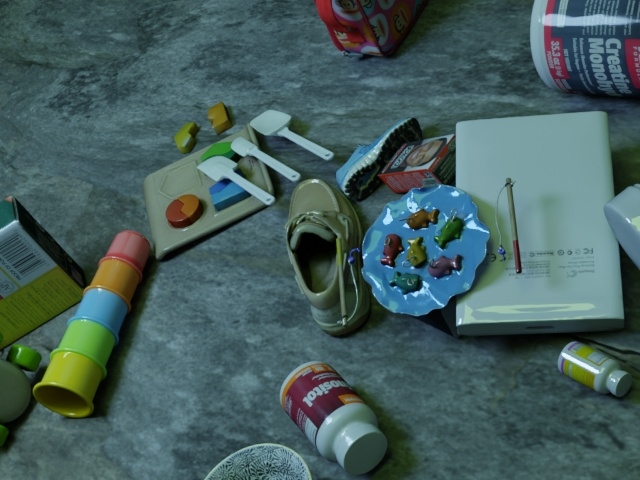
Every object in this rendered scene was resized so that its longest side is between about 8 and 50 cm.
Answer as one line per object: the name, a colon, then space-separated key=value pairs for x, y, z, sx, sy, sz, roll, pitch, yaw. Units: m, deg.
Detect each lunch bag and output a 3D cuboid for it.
lunch bag: x=0.067 y=-0.451 z=1.894 sx=0.120 sy=0.293 sz=0.258 roll=10 pitch=57 yaw=34

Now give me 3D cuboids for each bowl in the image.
bowl: x=-0.070 y=0.342 z=1.400 sx=0.170 sy=0.080 sz=0.170 roll=-18 pitch=45 yaw=19

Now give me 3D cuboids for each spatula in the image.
spatula: x=-0.087 y=-0.137 z=1.844 sx=0.168 sy=0.019 sz=0.242 roll=-37 pitch=34 yaw=-15

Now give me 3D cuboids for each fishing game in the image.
fishing game: x=0.130 y=0.004 z=1.470 sx=0.264 sy=0.041 sz=0.189 roll=-16 pitch=58 yaw=27

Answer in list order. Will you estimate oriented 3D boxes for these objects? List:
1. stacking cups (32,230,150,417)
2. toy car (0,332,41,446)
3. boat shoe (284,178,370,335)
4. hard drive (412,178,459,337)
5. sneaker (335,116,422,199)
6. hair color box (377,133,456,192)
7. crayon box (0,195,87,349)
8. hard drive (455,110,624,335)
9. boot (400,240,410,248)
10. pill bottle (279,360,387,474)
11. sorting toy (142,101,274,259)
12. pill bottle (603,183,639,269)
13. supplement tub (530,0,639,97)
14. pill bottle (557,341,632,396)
stacking cups: x=-0.347 y=0.116 z=1.778 sx=0.096 sy=0.096 sz=0.316 roll=-7 pitch=49 yaw=28
toy car: x=-0.558 y=0.223 z=1.792 sx=0.188 sy=0.149 sz=0.155 roll=-1 pitch=61 yaw=44
boat shoe: x=0.000 y=0.000 z=1.659 sx=0.109 sy=0.098 sz=0.302 roll=-24 pitch=42 yaw=12
hard drive: x=0.200 y=0.001 z=1.561 sx=0.172 sy=0.054 sz=0.254 roll=26 pitch=68 yaw=45
sneaker: x=0.084 y=-0.138 z=1.762 sx=0.162 sy=0.063 sz=0.073 roll=-40 pitch=38 yaw=-6
hair color box: x=0.151 y=-0.111 z=1.669 sx=0.072 sy=0.043 sz=0.141 roll=-52 pitch=21 yaw=-19
crayon box: x=-0.572 y=0.090 z=1.870 sx=0.319 sy=0.202 sz=0.081 roll=-31 pitch=41 yaw=3
hard drive: x=0.277 y=-0.026 z=1.476 sx=0.203 sy=0.040 sz=0.307 roll=-3 pitch=59 yaw=12
boot: x=0.124 y=-0.014 z=1.553 sx=0.119 sy=0.042 sz=0.087 roll=6 pitch=55 yaw=37
pill bottle: x=0.018 y=0.225 z=1.447 sx=0.086 sy=0.086 sz=0.152 roll=-41 pitch=42 yaw=-7
sorting toy: x=-0.208 y=-0.120 z=1.950 sx=0.229 sy=0.041 sz=0.307 roll=-28 pitch=42 yaw=7
pill bottle: x=0.493 y=-0.065 z=1.352 sx=0.283 sy=0.161 sz=0.161 roll=-34 pitch=41 yaw=1
supplement tub: x=0.446 y=-0.291 z=1.571 sx=0.272 sy=0.191 sz=0.191 roll=10 pitch=58 yaw=39
pill bottle: x=0.324 y=0.154 z=1.346 sx=0.043 sy=0.043 sz=0.083 roll=-47 pitch=43 yaw=-14
